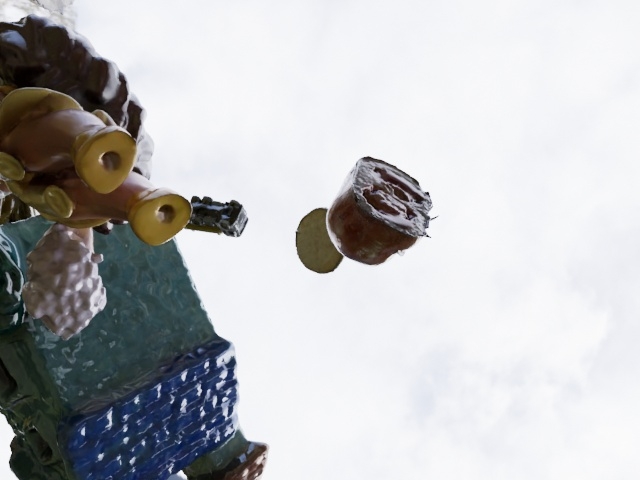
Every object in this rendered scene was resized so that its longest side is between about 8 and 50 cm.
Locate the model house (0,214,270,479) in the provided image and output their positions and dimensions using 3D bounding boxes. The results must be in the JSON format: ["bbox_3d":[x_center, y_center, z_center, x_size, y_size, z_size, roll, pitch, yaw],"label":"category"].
[{"bbox_3d":[-0.217,0.149,0.656,0.295,0.251,0.329,-27,-85,43],"label":"model house"}]

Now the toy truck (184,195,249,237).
[{"bbox_3d":[-0.183,-0.038,1.191,0.123,0.052,0.063,8,-31,25],"label":"toy truck"}]

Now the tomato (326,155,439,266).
[{"bbox_3d":[0.096,-0.034,1.258,0.180,0.214,0.155,36,-56,-3],"label":"tomato"}]

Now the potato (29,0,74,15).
[{"bbox_3d":[-0.477,-0.511,1.009,0.237,0.301,0.289,13,-108,9],"label":"potato"}]

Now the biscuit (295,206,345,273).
[{"bbox_3d":[0.000,0.000,1.513,0.152,0.020,0.152,-1,-92,40],"label":"biscuit"}]

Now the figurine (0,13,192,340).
[{"bbox_3d":[-0.149,-0.050,0.384,0.240,0.115,0.175,42,-15,55],"label":"figurine"}]

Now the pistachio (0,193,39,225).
[{"bbox_3d":[-0.432,-0.094,0.913,0.131,0.129,0.206,-37,-108,38],"label":"pistachio"}]
